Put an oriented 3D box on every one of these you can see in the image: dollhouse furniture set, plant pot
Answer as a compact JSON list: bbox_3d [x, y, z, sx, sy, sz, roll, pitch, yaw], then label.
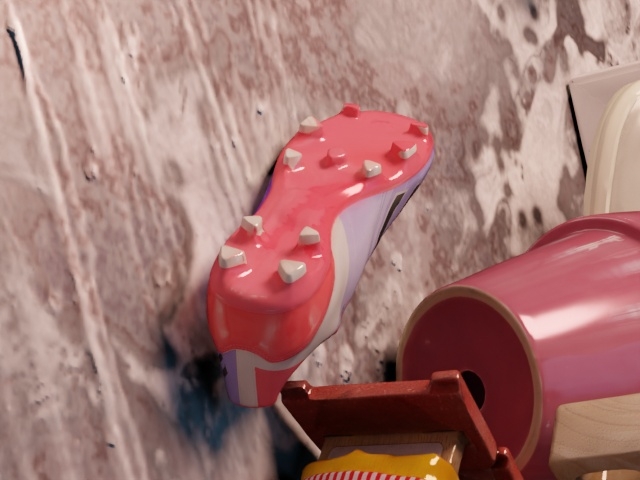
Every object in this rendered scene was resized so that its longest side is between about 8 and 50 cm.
[{"bbox_3d":[0.142,0.180,0.991,0.152,0.374,0.201,56,38,-39],"label":"dollhouse furniture set"},{"bbox_3d":[0.156,0.084,1.217,0.180,0.201,0.201,-5,85,-42],"label":"plant pot"}]

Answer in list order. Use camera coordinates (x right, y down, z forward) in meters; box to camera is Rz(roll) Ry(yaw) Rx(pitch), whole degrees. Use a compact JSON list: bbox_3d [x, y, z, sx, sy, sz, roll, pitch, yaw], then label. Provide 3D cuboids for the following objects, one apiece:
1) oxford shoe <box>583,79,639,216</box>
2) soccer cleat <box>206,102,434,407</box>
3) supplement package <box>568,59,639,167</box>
[{"bbox_3d":[0.288,0.099,1.320,0.169,0.130,0.449,0,78,-35],"label":"oxford shoe"},{"bbox_3d":[0.000,0.000,1.108,0.248,0.083,0.095,-53,154,-54],"label":"soccer cleat"},{"bbox_3d":[0.357,-0.080,1.563,0.293,0.175,0.178,-16,93,-57],"label":"supplement package"}]
